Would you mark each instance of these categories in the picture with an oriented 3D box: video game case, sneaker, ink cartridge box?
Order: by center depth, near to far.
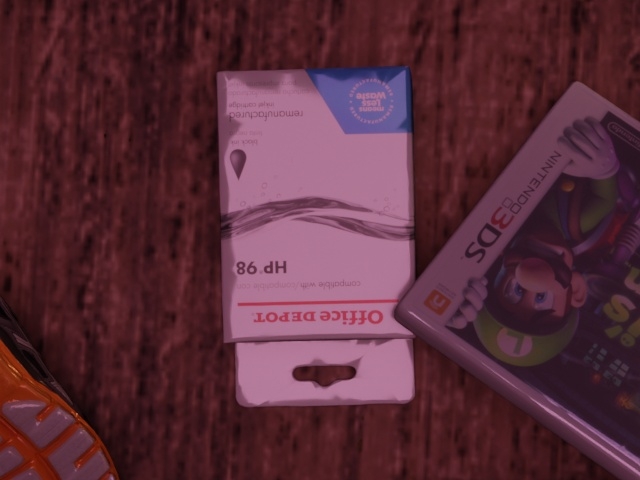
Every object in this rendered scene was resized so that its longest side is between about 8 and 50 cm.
[{"bbox_3d":[0.163,0.029,1.017,0.190,0.022,0.173,35,66,9],"label":"video game case"},{"bbox_3d":[-0.168,0.087,1.048,0.084,0.083,0.215,-28,106,6],"label":"sneaker"},{"bbox_3d":[0.000,0.000,1.049,0.104,0.060,0.180,-2,89,2],"label":"ink cartridge box"}]
